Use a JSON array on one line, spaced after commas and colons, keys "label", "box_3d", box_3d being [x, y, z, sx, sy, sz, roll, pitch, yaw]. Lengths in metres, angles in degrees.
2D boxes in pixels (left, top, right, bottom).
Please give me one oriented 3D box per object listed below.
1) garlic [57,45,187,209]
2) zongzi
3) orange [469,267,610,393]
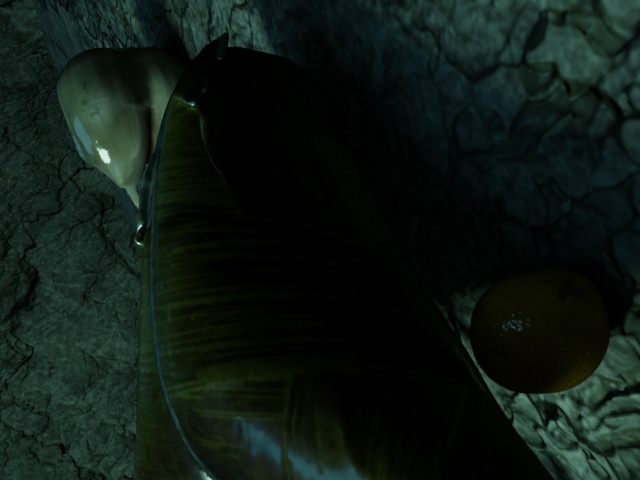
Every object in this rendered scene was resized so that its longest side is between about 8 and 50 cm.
[{"label": "garlic", "box_3d": [-0.281, -0.178, 0.986, 0.292, 0.210, 0.237, 69, 156, 15]}, {"label": "zongzi", "box_3d": [0.006, 0.003, 0.438, 0.432, 0.208, 0.403, -23, 66, 59]}, {"label": "orange", "box_3d": [0.129, 0.053, 0.385, 0.085, 0.085, 0.085, 52, 156, 33]}]
